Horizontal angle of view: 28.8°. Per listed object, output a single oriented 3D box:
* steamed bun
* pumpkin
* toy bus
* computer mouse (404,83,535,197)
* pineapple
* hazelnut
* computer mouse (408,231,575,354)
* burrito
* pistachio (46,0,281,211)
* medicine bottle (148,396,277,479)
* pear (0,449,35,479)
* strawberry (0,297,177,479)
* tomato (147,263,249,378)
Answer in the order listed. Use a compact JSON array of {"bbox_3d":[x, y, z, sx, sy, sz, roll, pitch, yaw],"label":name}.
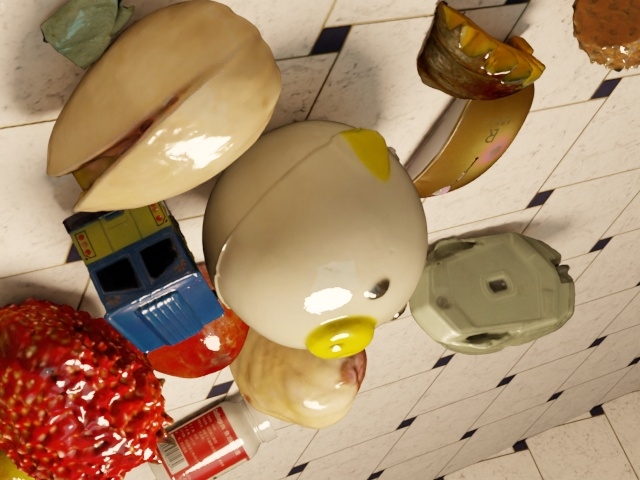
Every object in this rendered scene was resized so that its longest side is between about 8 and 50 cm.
[{"bbox_3d":[-0.004,-0.005,1.788,0.334,0.334,0.374,-33,161,4],"label":"steamed bun"},{"bbox_3d":[0.227,-0.240,1.827,0.149,0.130,0.254,-44,154,24],"label":"pumpkin"},{"bbox_3d":[-0.240,0.043,1.738,0.138,0.175,0.287,-27,165,-4],"label":"toy bus"},{"bbox_3d":[0.238,-0.160,2.056,0.158,0.072,0.310,-8,147,-38],"label":"computer mouse"},{"bbox_3d":[0.477,-0.331,1.955,0.158,0.158,0.279,-37,166,12],"label":"pineapple"},{"bbox_3d":[-0.040,0.219,2.303,0.261,0.261,0.241,-23,122,-17],"label":"hazelnut"},{"bbox_3d":[0.327,0.113,2.484,0.429,0.228,0.145,-10,158,-35],"label":"computer mouse"},{"bbox_3d":[-0.250,-0.245,1.379,0.118,0.044,0.074,-39,140,17],"label":"burrito"},{"bbox_3d":[-0.187,-0.145,1.444,0.318,0.193,0.214,-39,-172,18],"label":"pistachio"},{"bbox_3d":[-0.220,0.410,2.509,0.250,0.131,0.131,-28,155,-6],"label":"medicine bottle"},{"bbox_3d":[-0.531,0.373,2.026,0.200,0.200,0.200,-25,154,-13],"label":"pear"},{"bbox_3d":[-0.405,0.231,1.860,0.292,0.292,0.343,-40,133,18],"label":"strawberry"},{"bbox_3d":[-0.201,0.146,2.039,0.233,0.139,0.200,-9,141,-38],"label":"tomato"}]
